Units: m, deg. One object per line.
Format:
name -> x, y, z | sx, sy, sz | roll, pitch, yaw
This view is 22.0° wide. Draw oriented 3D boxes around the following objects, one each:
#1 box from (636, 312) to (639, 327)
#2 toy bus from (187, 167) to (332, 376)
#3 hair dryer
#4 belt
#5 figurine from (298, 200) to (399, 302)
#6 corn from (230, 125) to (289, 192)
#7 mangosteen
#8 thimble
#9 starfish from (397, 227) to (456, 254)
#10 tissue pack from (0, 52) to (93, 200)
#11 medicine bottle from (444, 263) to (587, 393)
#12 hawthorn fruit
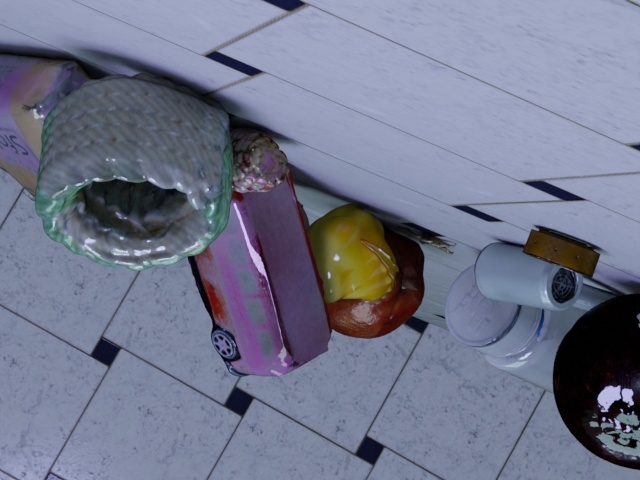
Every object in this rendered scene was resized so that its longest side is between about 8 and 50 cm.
box -> 0.461, 0.136, 1.802 | 0.225, 0.086, 0.129 | 25, -152, -41
toy bus -> -0.086, 0.039, 2.151 | 0.147, 0.302, 0.127 | 4, -151, 43
hair dryer -> 0.319, 0.070, 2.089 | 0.236, 0.073, 0.131 | 21, 174, -38
belt -> 0.272, 0.013, 1.856 | 0.083, 0.036, 0.059 | 21, -179, 4
figurine -> 0.000, 0.000, 2.237 | 0.246, 0.156, 0.131 | 24, 153, 18
corn -> -0.131, -0.103, 1.983 | 0.092, 0.092, 0.280 | 24, 169, -34
mangosteen -> 0.406, 0.158, 2.028 | 0.228, 0.228, 0.265 | 20, -145, 12
thimble -> -0.201, -0.077, 1.808 | 0.219, 0.150, 0.219 | 1, 146, 1
starfish -> 0.146, -0.001, 2.294 | 0.086, 0.016, 0.092 | 19, 180, 5
tissue pack -> -0.322, -0.133, 2.021 | 0.257, 0.123, 0.215 | 10, 146, 52
medicine bottle -> 0.294, 0.124, 2.301 | 0.143, 0.143, 0.258 | 16, 174, 43
hawthorn fruit -> 0.074, 0.054, 2.362 | 0.173, 0.173, 0.179 | 23, 135, -28
